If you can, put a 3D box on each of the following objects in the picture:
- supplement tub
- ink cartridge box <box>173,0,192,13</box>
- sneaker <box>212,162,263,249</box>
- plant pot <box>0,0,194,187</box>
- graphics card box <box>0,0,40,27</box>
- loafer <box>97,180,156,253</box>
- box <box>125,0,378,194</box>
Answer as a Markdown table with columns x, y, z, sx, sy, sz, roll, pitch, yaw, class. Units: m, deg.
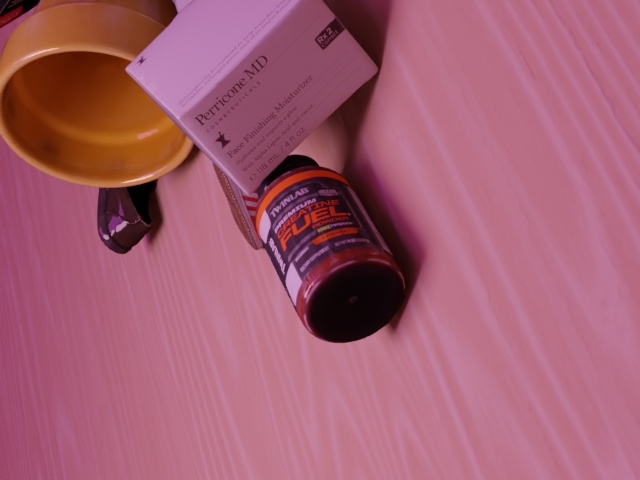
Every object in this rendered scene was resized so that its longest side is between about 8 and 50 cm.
| x | y | z | sx | sy | sz | roll | pitch | yaw | class |
| --- | --- | --- | --- | --- | --- | --- | --- | --- | --- |
| 0.000 | 0.000 | 1.406 | 0.198 | 0.106 | 0.106 | 60 | 139 | 48 | supplement tub |
| -0.112 | -0.425 | 1.624 | 0.385 | 0.091 | 0.308 | 100 | 157 | -43 | ink cartridge box |
| -0.069 | -0.051 | 1.640 | 0.042 | 0.067 | 0.118 | 29 | 143 | 59 | sneaker |
| -0.269 | -0.235 | 1.859 | 0.254 | 0.254 | 0.239 | 124 | 156 | -47 | plant pot |
| -0.318 | -0.439 | 1.862 | 0.371 | 0.094 | 0.233 | -44 | 5 | 32 | graphics card box |
| -0.255 | -0.089 | 1.998 | 0.078 | 0.080 | 0.220 | -21 | 63 | 27 | loafer |
| -0.072 | -0.171 | 1.464 | 0.181 | 0.119 | 0.182 | -44 | 32 | -1 | box |
